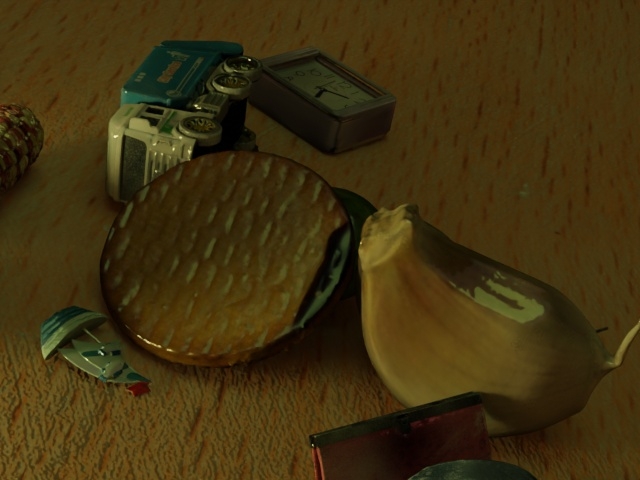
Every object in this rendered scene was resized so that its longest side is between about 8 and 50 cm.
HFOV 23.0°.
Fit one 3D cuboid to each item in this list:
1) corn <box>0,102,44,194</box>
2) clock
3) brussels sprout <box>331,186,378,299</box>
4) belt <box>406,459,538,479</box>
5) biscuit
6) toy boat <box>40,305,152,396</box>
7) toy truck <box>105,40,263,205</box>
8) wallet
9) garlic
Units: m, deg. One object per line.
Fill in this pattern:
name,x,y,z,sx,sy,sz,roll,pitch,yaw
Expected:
corn,-0.443,-0.083,2.007,0.098,0.098,0.290,18,35,5
clock,0.004,-0.218,2.420,0.193,0.073,0.145,35,38,29
brussels sprout,0.001,0.002,2.020,0.181,0.144,0.161,38,77,24
belt,0.150,0.297,1.616,0.190,0.141,0.082,1,33,-16
biscuit,-0.115,0.020,1.914,0.318,0.040,0.318,-4,53,5
toy boat,-0.268,0.134,1.812,0.105,0.034,0.149,-8,51,-37
toy truck,-0.185,-0.163,2.193,0.175,0.146,0.367,11,29,7
wallet,0.092,0.246,1.713,0.232,0.119,0.025,-11,4,-35
garlic,0.195,0.097,1.878,0.340,0.246,0.231,17,15,3
